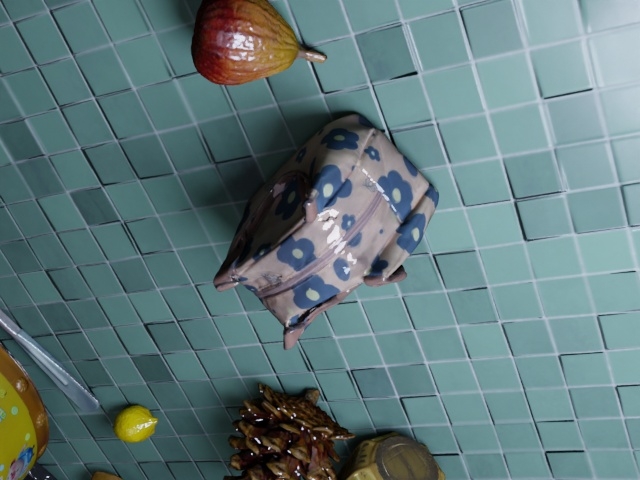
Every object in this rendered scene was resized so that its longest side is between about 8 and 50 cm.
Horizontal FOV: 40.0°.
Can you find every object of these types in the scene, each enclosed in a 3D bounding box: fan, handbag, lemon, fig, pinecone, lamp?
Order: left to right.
[{"bbox_3d":[-0.486,0.199,1.512,0.057,0.023,0.282,-25,114,43],"label":"fan"},{"bbox_3d":[-0.317,0.315,1.509,0.092,0.065,0.065,-12,120,27],"label":"lemon"},{"bbox_3d":[-0.082,-0.216,1.002,0.119,0.119,0.153,-29,126,34],"label":"fig"},{"bbox_3d":[-0.057,0.332,1.349,0.186,0.169,0.212,28,111,46],"label":"pinecone"},{"bbox_3d":[0.000,0.000,1.071,0.190,0.193,0.251,45,127,-9],"label":"handbag"},{"bbox_3d":[0.097,0.394,1.354,0.161,0.161,0.185,26,133,1],"label":"lamp"}]

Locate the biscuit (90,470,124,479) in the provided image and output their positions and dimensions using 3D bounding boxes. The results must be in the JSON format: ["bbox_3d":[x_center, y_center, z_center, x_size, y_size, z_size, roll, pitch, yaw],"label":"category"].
[{"bbox_3d":[-0.390,0.557,1.727,0.302,0.043,0.278,-24,116,34],"label":"biscuit"}]

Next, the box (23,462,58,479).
[{"bbox_3d":[-0.607,0.495,1.763,0.201,0.042,0.212,-33,108,36],"label":"box"}]

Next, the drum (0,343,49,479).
[{"bbox_3d":[-0.707,0.329,1.536,0.432,0.214,0.430,11,125,16],"label":"drum"}]
